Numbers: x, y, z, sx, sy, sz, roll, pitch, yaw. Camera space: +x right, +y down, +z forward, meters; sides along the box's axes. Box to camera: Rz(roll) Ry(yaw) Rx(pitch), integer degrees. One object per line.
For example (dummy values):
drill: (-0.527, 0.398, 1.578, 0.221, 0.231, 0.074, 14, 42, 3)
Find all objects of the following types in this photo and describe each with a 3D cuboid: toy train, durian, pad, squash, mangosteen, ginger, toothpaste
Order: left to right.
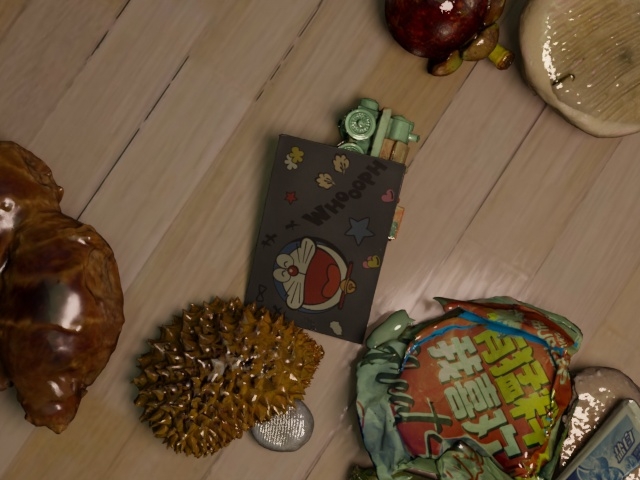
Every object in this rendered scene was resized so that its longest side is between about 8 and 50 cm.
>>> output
ginger: (-0.389, 0.066, 1.204, 0.274, 0.152, 0.357, -39, 85, -3)
durian: (-0.132, 0.163, 1.203, 0.250, 0.138, 0.183, -30, 86, 6)
pad: (0.000, 0.000, 1.236, 0.170, 0.006, 0.245, 16, 105, 9)
toy train: (0.067, -0.094, 1.264, 0.118, 0.074, 0.175, 18, 84, -6)
squash: (0.124, 0.326, 1.241, 0.183, 0.052, 0.052, 15, 86, 2)
mangosteen: (0.173, -0.300, 1.255, 0.181, 0.156, 0.145, 17, 57, -27)
toothpaste: (0.299, 0.303, 1.149, 0.268, 0.047, 0.069, -42, 70, -11)

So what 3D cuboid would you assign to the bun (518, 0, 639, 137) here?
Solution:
bun: (0.354, -0.244, 1.253, 0.210, 0.116, 0.237, -45, 110, -8)

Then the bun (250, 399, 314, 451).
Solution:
bun: (-0.049, 0.236, 1.247, 0.083, 0.045, 0.083, -3, 76, 13)

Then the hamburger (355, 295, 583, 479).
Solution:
hamburger: (0.184, 0.197, 1.192, 0.276, 0.150, 0.260, -4, 61, 20)

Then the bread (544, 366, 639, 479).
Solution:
bread: (0.364, 0.333, 1.220, 0.183, 0.102, 0.337, 14, 84, -2)
